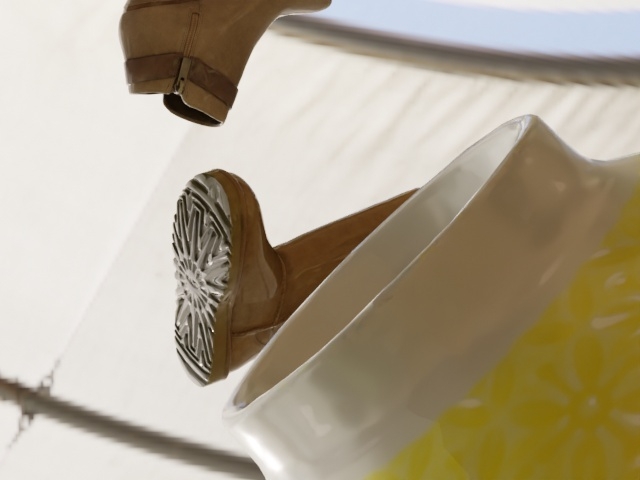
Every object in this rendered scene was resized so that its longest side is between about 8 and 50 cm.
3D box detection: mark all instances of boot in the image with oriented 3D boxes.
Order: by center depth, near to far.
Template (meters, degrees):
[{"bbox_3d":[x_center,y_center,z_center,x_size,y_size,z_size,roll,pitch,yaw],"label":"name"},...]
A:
[{"bbox_3d":[-0.048,-0.100,0.819,0.118,0.042,0.087,12,-101,-31],"label":"boot"},{"bbox_3d":[0.000,0.000,1.459,0.270,0.236,0.089,-20,-129,-30],"label":"boot"}]

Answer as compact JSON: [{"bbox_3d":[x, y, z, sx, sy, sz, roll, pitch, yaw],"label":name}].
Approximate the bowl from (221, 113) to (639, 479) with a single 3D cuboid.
[{"bbox_3d":[0.068,0.060,0.432,0.156,0.289,0.289,46,-133,-5],"label":"bowl"}]
